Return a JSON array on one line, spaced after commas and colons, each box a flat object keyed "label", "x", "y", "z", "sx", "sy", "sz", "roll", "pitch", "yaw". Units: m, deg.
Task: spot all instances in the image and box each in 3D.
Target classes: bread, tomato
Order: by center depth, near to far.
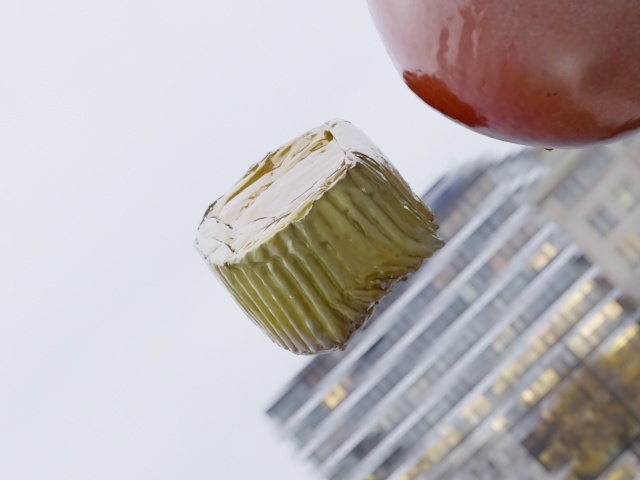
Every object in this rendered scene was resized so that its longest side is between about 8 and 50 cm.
[{"label": "tomato", "x": 0.185, "y": -0.238, "z": 1.503, "sx": 0.321, "sy": 0.321, "sz": 0.321, "roll": -41, "pitch": -12, "yaw": -11}, {"label": "bread", "x": 0.000, "y": 0.000, "z": 1.636, "sx": 0.179, "sy": 0.133, "sz": 0.250, "roll": -35, "pitch": 15, "yaw": -4}]
